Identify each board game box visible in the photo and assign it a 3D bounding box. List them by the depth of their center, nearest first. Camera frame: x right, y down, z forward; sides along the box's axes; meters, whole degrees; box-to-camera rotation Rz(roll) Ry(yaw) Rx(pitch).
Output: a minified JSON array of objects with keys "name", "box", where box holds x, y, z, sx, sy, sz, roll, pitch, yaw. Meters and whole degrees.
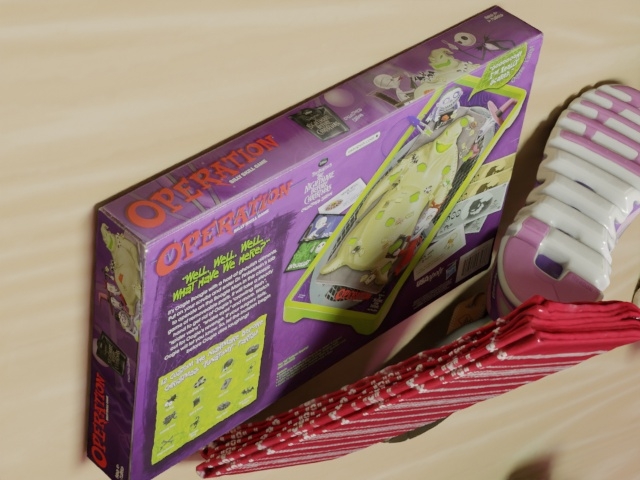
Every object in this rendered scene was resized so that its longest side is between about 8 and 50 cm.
[{"name":"board game box","box":[0.000,0.000,1.156,0.347,0.056,0.208,-29,147,-37]}]

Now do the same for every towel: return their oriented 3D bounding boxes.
[{"name":"towel","box":[0.072,0.099,1.230,0.275,0.031,0.199,-25,166,27]}]

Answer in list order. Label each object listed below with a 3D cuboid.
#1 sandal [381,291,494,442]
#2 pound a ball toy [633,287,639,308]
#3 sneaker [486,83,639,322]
[{"name":"sandal","box":[0.120,0.081,1.410,0.219,0.060,0.090,-30,140,-11]},{"name":"pound a ball toy","box":[0.460,-0.013,1.678,0.319,0.136,0.208,-34,-179,-31]},{"name":"sneaker","box":[0.187,-0.016,1.352,0.236,0.095,0.104,-55,174,-32]}]
